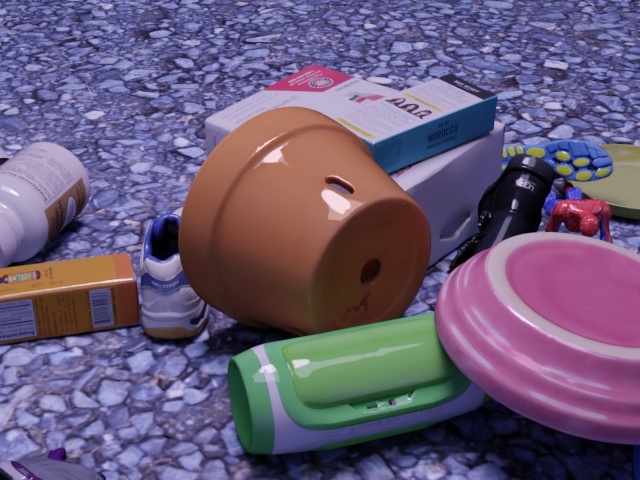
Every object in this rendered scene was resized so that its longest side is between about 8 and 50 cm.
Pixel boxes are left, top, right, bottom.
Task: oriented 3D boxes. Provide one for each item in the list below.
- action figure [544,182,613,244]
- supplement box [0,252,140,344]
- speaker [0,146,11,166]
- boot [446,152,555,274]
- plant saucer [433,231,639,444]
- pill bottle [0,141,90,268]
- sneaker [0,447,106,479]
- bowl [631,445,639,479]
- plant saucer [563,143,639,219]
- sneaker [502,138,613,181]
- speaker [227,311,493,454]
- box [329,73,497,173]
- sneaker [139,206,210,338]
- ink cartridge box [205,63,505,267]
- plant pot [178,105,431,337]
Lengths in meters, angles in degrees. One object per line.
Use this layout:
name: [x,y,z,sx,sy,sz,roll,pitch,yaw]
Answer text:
action figure: [0.368,-0.008,1.595,0.091,0.139,0.280,-1,7,2]
supplement box: [-0.359,0.078,1.421,0.233,0.080,0.078,-5,29,-14]
speaker: [-0.558,-0.139,1.820,0.055,0.055,0.136,-17,35,-28]
boot: [0.238,0.017,1.499,0.094,0.246,0.207,26,69,7]
plant saucer: [0.296,0.088,1.208,0.332,0.084,0.332,9,30,-5]
pill bottle: [-0.443,-0.042,1.573,0.131,0.131,0.229,9,31,15]
sneaker: [-0.237,0.268,1.088,0.224,0.083,0.098,26,33,38]
bowl: [0.533,0.249,1.143,0.391,0.077,0.391,0,29,0]
plant saucer: [0.515,-0.092,1.780,0.241,0.037,0.241,1,30,-1]
sneaker: [0.379,-0.129,1.735,0.188,0.067,0.078,3,6,34]
speaker: [0.050,0.160,1.238,0.297,0.131,0.131,-9,31,-17]
box: [0.133,-0.166,1.547,0.244,0.060,0.100,-23,40,-32]
sneaker: [-0.189,0.008,1.495,0.112,0.131,0.296,-3,28,-3]
ink cartridge box: [0.055,-0.118,1.681,0.385,0.160,0.279,23,39,33]
plant pot: [0.000,0.000,1.347,0.291,0.290,0.203,-22,36,-35]
